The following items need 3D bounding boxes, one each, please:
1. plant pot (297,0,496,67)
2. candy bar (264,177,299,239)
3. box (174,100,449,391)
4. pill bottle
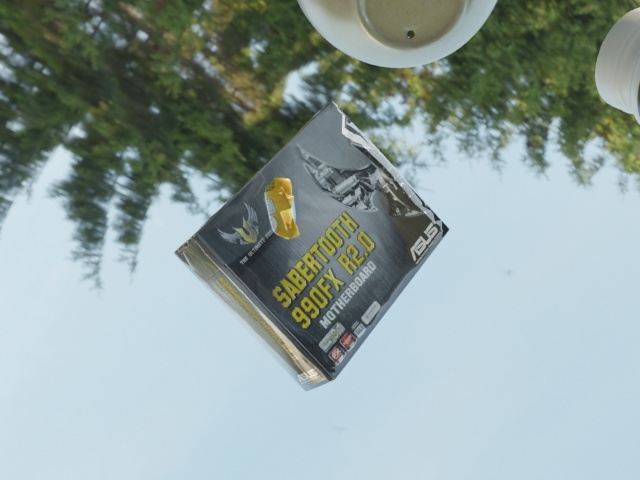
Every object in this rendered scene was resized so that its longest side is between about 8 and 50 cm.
[{"bbox_3d":[0.100,-0.325,1.194,0.284,0.284,0.191,-40,-155,20],"label":"plant pot"},{"bbox_3d":[-0.026,-0.022,0.661,0.018,0.161,0.040,-11,-87,-3],"label":"candy bar"},{"bbox_3d":[0.000,0.000,0.955,0.231,0.183,0.056,-48,-171,-37],"label":"box"},{"bbox_3d":[0.468,-0.177,1.155,0.162,0.162,0.278,-56,-138,5],"label":"pill bottle"}]
